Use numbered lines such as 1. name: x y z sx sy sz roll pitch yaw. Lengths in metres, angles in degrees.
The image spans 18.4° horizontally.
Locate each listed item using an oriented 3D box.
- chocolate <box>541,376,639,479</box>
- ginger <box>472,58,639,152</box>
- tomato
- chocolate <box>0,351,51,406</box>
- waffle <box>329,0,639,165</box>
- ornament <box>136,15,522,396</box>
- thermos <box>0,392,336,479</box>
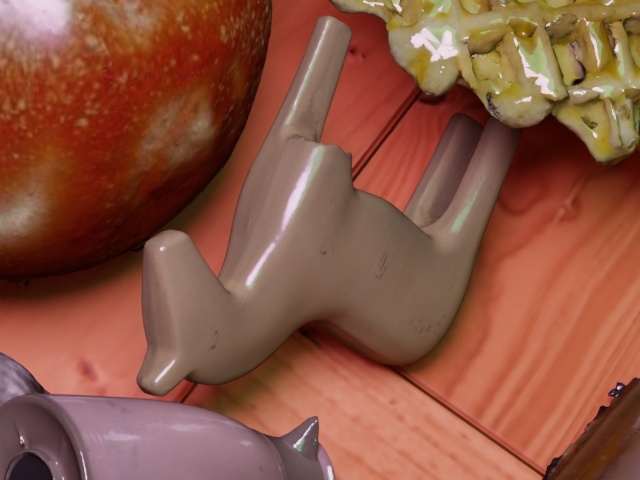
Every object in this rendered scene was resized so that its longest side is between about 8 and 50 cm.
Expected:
1. chocolate: 0.126 0.202 1.121 0.102 0.065 0.329 41 60 8
2. ginger: 0.139 -0.163 1.267 0.354 0.126 0.190 24 66 -4
3. tomato: -0.170 -0.132 1.106 0.303 0.239 0.304 4 61 -7
4. chocolate: -0.263 0.091 1.056 0.248 0.110 0.110 15 62 -8
5. waffle: 0.136 -0.205 1.179 0.297 0.073 0.317 36 58 6
6. ornament: 0.000 0.000 1.124 0.230 0.061 0.245 33 73 -44
7. thermos: -0.083 0.149 1.052 0.193 0.137 0.105 4 21 -44
